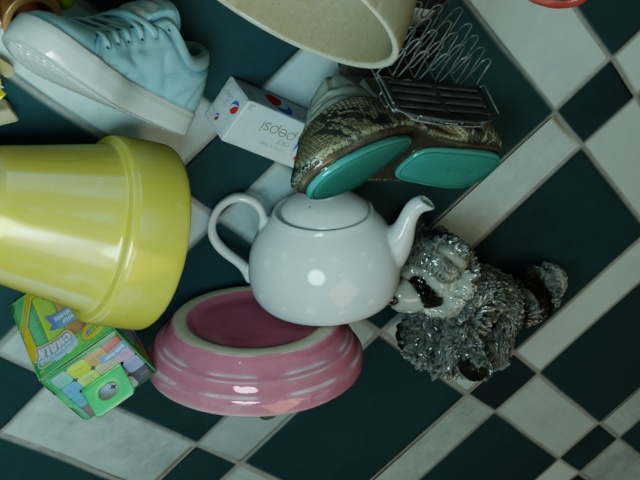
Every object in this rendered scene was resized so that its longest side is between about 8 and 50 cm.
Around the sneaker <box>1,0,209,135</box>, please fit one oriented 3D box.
[{"bbox_3d":[-0.247,-0.240,1.419,0.150,0.135,0.366,-69,162,0],"label":"sneaker"}]

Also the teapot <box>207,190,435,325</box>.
[{"bbox_3d":[0.000,0.000,1.783,0.256,0.252,0.187,-22,122,-34],"label":"teapot"}]

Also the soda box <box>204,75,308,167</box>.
[{"bbox_3d":[-0.058,-0.160,1.700,0.216,0.069,0.074,19,116,-43],"label":"soda box"}]

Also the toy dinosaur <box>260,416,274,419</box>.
[{"bbox_3d":[-0.080,0.219,1.937,0.160,0.313,0.121,20,89,-19],"label":"toy dinosaur"}]

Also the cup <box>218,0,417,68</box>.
[{"bbox_3d":[-0.003,-0.391,1.376,0.331,0.331,0.237,37,78,-48],"label":"cup"}]

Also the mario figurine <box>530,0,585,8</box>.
[{"bbox_3d":[0.296,-0.428,1.608,0.198,0.170,0.320,-19,141,35],"label":"mario figurine"}]

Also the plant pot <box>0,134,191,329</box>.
[{"bbox_3d":[-0.328,-0.021,1.515,0.239,0.254,0.254,9,122,-31],"label":"plant pot"}]

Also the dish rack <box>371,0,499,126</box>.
[{"bbox_3d":[0.136,-0.271,1.588,0.208,0.272,0.074,-1,145,-33],"label":"dish rack"}]

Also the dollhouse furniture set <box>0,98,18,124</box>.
[{"bbox_3d":[-0.434,-0.120,1.481,0.114,0.091,0.081,-18,151,-24],"label":"dollhouse furniture set"}]

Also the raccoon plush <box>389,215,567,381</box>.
[{"bbox_3d":[0.273,0.040,2.088,0.446,0.216,0.299,-38,134,-45],"label":"raccoon plush"}]

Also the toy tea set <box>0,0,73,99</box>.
[{"bbox_3d":[-0.362,-0.273,1.343,0.336,0.124,0.200,-45,138,10],"label":"toy tea set"}]

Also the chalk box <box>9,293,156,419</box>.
[{"bbox_3d":[-0.337,0.158,1.693,0.132,0.213,0.132,-35,139,-2],"label":"chalk box"}]

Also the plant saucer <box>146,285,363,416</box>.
[{"bbox_3d":[-0.099,0.153,1.783,0.332,0.332,0.084,-11,114,-27],"label":"plant saucer"}]

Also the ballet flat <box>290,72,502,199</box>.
[{"bbox_3d":[0.088,-0.159,1.692,0.164,0.182,0.482,-40,160,34],"label":"ballet flat"}]

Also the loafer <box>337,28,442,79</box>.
[{"bbox_3d":[0.095,-0.286,1.681,0.080,0.078,0.220,-42,159,33],"label":"loafer"}]
